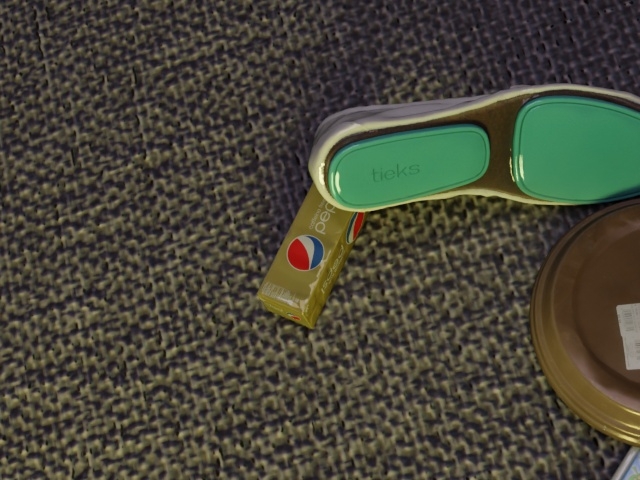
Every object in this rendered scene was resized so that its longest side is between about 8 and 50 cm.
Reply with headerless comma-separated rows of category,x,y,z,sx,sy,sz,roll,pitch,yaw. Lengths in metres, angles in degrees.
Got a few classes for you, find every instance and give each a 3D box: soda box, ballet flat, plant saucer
soda box,0.000,0.000,1.372,0.058,0.061,0.181,22,75,18
ballet flat,0.179,-0.109,1.330,0.400,0.139,0.139,-5,67,-11
plant saucer,0.350,0.074,1.270,0.278,0.041,0.278,-3,65,6

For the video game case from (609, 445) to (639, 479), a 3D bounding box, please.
video game case,0.362,0.283,1.213,0.193,0.023,0.212,31,79,20
